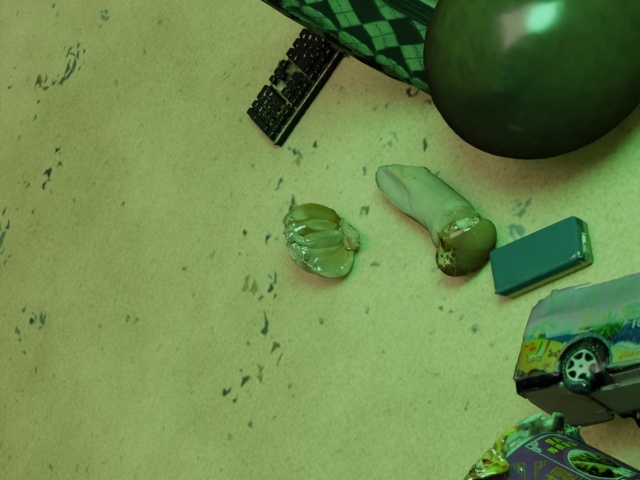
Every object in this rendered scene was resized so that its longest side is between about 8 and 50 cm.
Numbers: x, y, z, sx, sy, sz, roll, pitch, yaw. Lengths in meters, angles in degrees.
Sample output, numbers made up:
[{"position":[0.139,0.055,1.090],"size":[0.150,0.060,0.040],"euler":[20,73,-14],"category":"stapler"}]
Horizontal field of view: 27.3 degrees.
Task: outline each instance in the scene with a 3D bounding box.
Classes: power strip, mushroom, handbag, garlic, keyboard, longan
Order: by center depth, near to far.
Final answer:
[{"position":[0.250,-0.219,1.459],"size":[0.300,0.300,0.243],"euler":[-11,107,42],"category":"longan"},{"position":[0.252,0.019,1.499],"size":[0.123,0.032,0.056],"euler":[-27,57,35],"category":"power strip"},{"position":[0.137,-0.035,1.614],"size":[0.209,0.071,0.084],"euler":[49,141,47],"category":"mushroom"},{"position":[0.111,-0.425,1.614],"size":[0.416,0.317,0.180],"euler":[-61,37,7],"category":"handbag"},{"position":[-0.004,0.003,1.729],"size":[0.074,0.094,0.113],"euler":[99,152,-52],"category":"garlic"},{"position":[0.004,-0.283,1.875],"size":[0.317,0.027,0.106],"euler":[-55,44,13],"category":"keyboard"}]

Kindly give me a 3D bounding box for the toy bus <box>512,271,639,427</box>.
[{"position":[0.339,0.090,1.256],"size":[0.317,0.112,0.138],"euler":[-21,46,43],"category":"toy bus"}]

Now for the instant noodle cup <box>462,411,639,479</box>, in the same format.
[{"position":[0.267,0.348,1.154],"size":[0.266,0.340,0.339],"euler":[15,85,39],"category":"instant noodle cup"}]
